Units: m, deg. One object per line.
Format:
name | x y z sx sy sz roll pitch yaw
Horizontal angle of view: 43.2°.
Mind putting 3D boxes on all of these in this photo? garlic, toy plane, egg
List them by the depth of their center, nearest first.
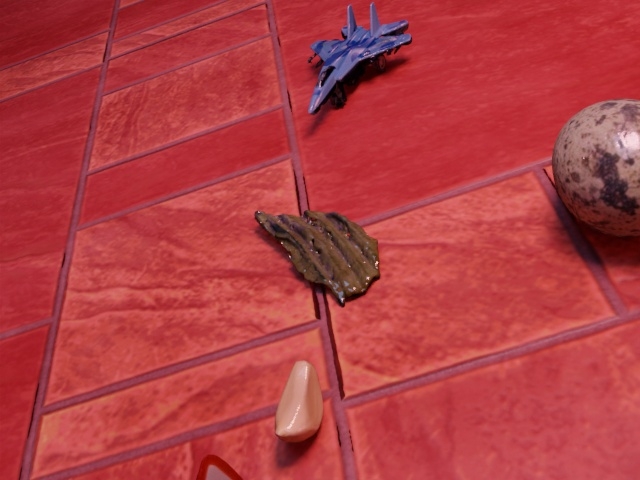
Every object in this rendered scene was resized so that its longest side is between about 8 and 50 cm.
garlic | -0.020 0.154 0.755 0.041 0.053 0.083 -3 51 20
egg | 0.297 -0.076 0.804 0.132 0.132 0.172 -22 26 2
toy plane | 0.039 -0.254 1.183 0.169 0.078 0.246 3 52 29

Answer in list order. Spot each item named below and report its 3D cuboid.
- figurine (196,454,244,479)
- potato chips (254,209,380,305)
figurine | -0.147 0.296 0.598 0.226 0.160 0.183 -20 37 18
potato chips | 0.000 0.001 0.945 0.092 0.028 0.207 -33 41 -14
